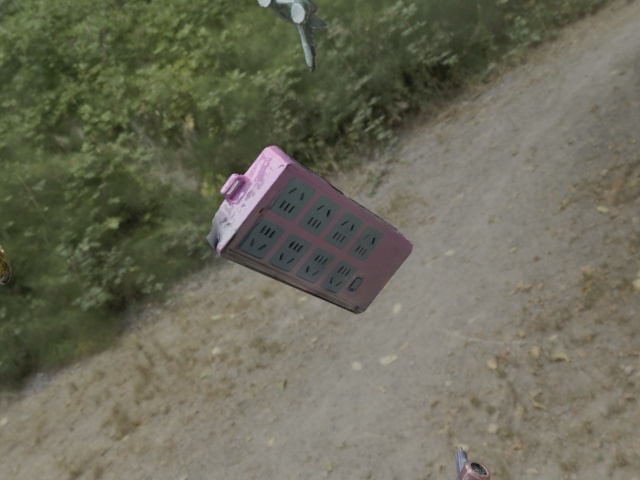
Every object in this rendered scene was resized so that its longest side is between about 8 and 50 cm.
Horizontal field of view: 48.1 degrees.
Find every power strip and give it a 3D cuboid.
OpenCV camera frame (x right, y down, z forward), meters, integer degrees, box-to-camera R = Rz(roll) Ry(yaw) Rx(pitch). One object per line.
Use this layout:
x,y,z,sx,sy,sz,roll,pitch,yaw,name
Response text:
0.000,0.000,0.738,0.109,0.279,0.037,-52,53,7,power strip

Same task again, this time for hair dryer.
0.194,0.306,0.958,0.114,0.037,0.063,-70,4,-72,hair dryer

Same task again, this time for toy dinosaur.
-0.039,-0.233,0.625,0.039,0.209,0.082,-25,-13,16,toy dinosaur

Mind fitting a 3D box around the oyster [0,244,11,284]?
-0.262,0.028,0.556,0.051,0.034,0.093,-46,17,38,oyster
